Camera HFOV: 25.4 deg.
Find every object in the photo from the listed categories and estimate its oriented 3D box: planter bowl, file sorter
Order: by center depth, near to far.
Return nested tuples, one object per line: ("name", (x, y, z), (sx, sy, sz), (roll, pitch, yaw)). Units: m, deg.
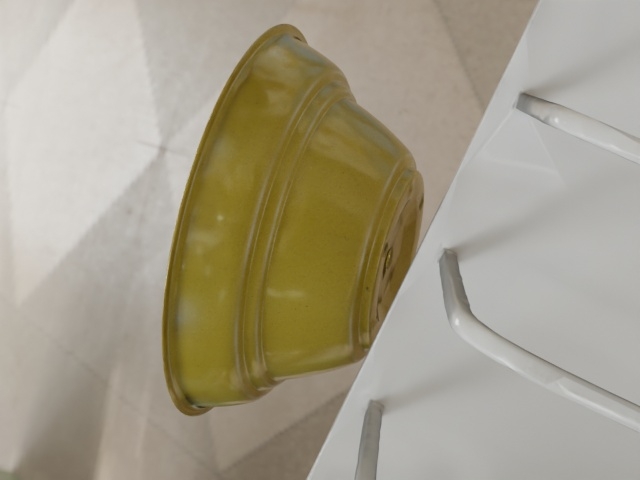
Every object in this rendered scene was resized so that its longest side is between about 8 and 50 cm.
("file sorter", (0.119, 0.050, 0.455), (0.173, 0.192, 0.278), (-56, -8, -83))
("planter bowl", (0.000, 0.000, 0.755), (0.217, 0.090, 0.217), (14, -90, -76))
